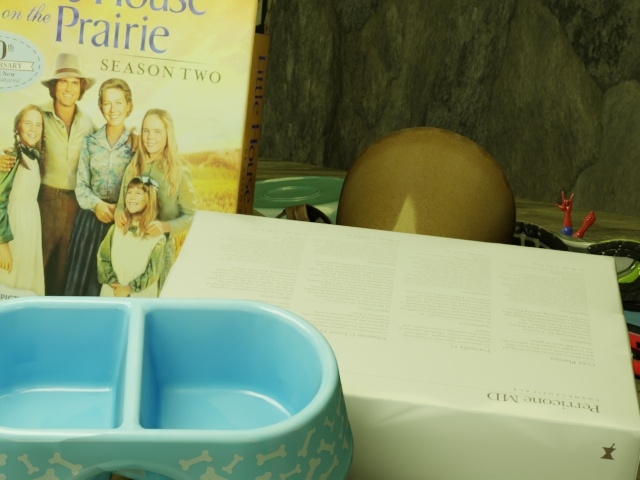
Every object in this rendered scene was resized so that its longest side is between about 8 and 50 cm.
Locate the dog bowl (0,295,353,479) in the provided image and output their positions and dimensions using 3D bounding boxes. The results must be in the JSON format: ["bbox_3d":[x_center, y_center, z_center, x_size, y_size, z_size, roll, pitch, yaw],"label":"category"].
[{"bbox_3d":[-0.123,0.107,0.990,0.297,0.074,0.166,2,37,-5],"label":"dog bowl"}]

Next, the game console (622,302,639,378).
[{"bbox_3d":[0.468,0.124,1.765,0.342,0.060,0.386,1,9,-32],"label":"game console"}]

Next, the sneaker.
[{"bbox_3d":[0.359,0.037,2.270,0.300,0.111,0.121,11,-3,-1],"label":"sneaker"}]

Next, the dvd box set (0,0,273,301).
[{"bbox_3d":[-0.209,-0.086,1.403,0.307,0.420,0.062,8,7,12],"label":"dvd box set"}]

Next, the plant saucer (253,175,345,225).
[{"bbox_3d":[-0.049,-0.068,2.664,0.317,0.044,0.317,-3,14,1],"label":"plant saucer"}]

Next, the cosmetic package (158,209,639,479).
[{"bbox_3d":[0.055,0.092,1.204,0.377,0.097,0.284,7,24,4],"label":"cosmetic package"}]

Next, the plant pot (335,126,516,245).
[{"bbox_3d":[0.113,0.008,1.866,0.237,0.237,0.254,7,23,11],"label":"plant pot"}]

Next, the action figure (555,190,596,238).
[{"bbox_3d":[0.488,-0.006,2.547,0.280,0.139,0.091,6,5,17],"label":"action figure"}]

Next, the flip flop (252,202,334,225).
[{"bbox_3d":[-0.011,-0.011,2.233,0.112,0.080,0.277,27,-7,-41],"label":"flip flop"}]
